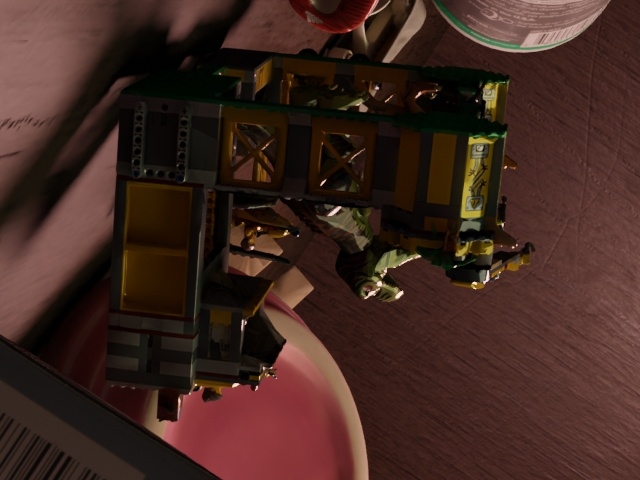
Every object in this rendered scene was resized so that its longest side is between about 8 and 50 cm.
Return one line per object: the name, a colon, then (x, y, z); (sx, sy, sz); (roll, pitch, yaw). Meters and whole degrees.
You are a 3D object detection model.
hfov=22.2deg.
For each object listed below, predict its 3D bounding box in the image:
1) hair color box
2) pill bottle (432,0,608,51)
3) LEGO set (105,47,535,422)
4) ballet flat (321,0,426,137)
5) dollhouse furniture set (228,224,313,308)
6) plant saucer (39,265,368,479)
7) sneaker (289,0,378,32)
hair color box: (-0.140, 0.138, 0.877); (0.113, 0.185, 0.374); (-57, 177, -10)
pill bottle: (0.208, -0.315, 1.482); (0.204, 0.204, 0.361); (-56, 177, -11)
LEGO set: (0.000, 0.000, 0.968); (0.331, 0.255, 0.192); (-94, -172, -77)
ballet flat: (0.031, -0.179, 1.583); (0.213, 0.072, 0.068); (-56, 150, -25)
dollhouse furniture set: (-0.099, 0.085, 1.648); (0.151, 0.144, 0.123); (-42, 180, 30)
plant saucer: (-0.071, 0.174, 1.186); (0.084, 0.332, 0.332); (-10, -149, 38)
sneaker: (0.057, -0.251, 1.109); (0.221, 0.087, 0.128); (-43, -164, 42)
